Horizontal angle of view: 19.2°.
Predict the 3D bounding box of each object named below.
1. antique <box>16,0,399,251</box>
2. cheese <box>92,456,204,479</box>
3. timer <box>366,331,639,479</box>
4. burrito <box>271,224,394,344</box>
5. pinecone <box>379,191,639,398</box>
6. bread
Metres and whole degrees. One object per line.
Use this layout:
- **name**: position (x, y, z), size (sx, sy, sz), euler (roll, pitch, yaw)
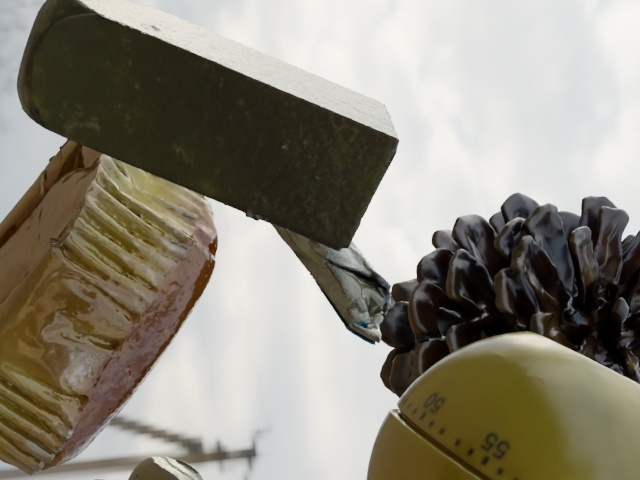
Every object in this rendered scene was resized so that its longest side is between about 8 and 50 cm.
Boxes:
- **antique**: position (-0.070, -0.079, 1.121), size (0.080, 0.221, 0.081), euler (-105, -141, -72)
- **cheese**: position (-0.195, 0.285, 2.142), size (0.171, 0.047, 0.092), euler (21, -92, 39)
- **timer**: position (0.195, 0.296, 1.885), size (0.387, 0.376, 0.376), euler (-60, -162, 0)
- **burrito**: position (-0.001, 0.001, 1.401), size (0.042, 0.171, 0.051), euler (-38, -174, 30)
- **pinecone**: position (0.285, 0.120, 2.256), size (0.398, 0.397, 0.398), euler (175, -90, -75)
- **bread**: position (-0.205, 0.051, 1.576), size (0.288, 0.156, 0.204), euler (-55, -156, 0)
